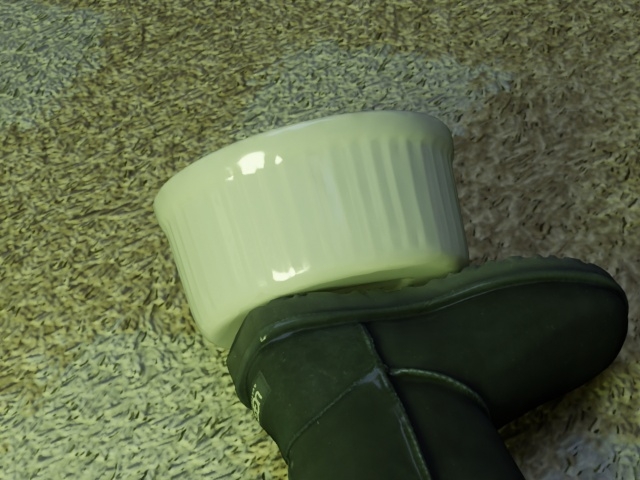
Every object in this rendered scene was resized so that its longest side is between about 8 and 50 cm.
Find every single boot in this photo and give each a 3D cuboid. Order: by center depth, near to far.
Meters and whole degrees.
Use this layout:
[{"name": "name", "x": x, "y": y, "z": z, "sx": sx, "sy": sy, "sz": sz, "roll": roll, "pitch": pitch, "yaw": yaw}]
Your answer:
[{"name": "boot", "x": 0.159, "y": 0.214, "z": 1.275, "sx": 0.367, "sy": 0.146, "sz": 0.445, "roll": -9, "pitch": 40, "yaw": -17}]

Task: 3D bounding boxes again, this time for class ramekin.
[{"name": "ramekin", "x": 0.000, "y": 0.000, "z": 1.478, "sx": 0.277, "sy": 0.277, "sz": 0.135, "roll": -14, "pitch": 74, "yaw": -4}]
